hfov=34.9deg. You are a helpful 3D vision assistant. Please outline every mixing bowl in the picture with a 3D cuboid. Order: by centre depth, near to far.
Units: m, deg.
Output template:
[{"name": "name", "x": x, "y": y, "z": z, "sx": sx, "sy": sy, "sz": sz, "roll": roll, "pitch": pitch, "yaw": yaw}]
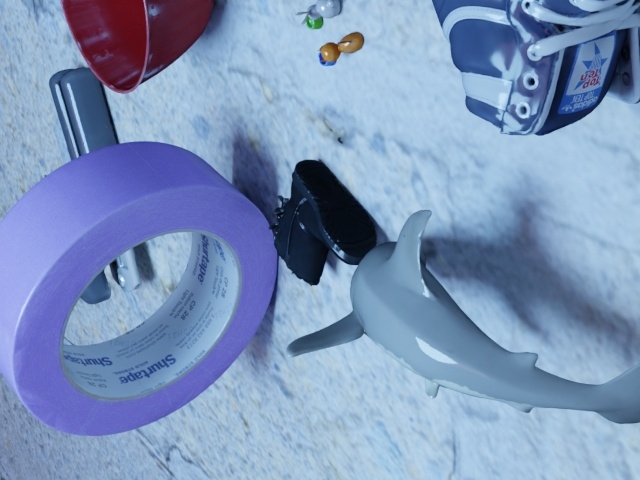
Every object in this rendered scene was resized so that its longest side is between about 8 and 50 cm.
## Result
[{"name": "mixing bowl", "x": -0.159, "y": -0.233, "z": 0.920, "sx": 0.181, "sy": 0.098, "sz": 0.181, "roll": 35, "pitch": 137, "yaw": 41}]

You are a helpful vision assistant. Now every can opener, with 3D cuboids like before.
[{"name": "can opener", "x": -0.284, "y": -0.061, "z": 1.228, "sx": 0.076, "sy": 0.095, "sz": 0.283, "roll": 10, "pitch": 118, "yaw": 54}]

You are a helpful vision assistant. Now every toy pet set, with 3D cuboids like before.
[{"name": "toy pet set", "x": -0.012, "y": -0.192, "z": 0.749, "sx": 0.114, "sy": 0.065, "sz": 0.122, "roll": -15, "pitch": 96, "yaw": 59}]

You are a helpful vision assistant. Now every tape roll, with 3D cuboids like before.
[{"name": "tape roll", "x": -0.176, "y": 0.048, "z": 0.954, "sx": 0.090, "sy": 0.275, "sz": 0.275, "roll": 41, "pitch": 140, "yaw": 38}]

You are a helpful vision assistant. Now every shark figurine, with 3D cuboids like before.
[{"name": "shark figurine", "x": 0.091, "y": 0.040, "z": 0.654, "sx": 0.278, "sy": 0.166, "sz": 0.116, "roll": 27, "pitch": 120, "yaw": 46}]

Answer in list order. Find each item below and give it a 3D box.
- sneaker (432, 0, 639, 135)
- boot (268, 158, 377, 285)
[{"name": "sneaker", "x": 0.145, "y": -0.141, "z": 0.500, "sx": 0.282, "sy": 0.099, "sz": 0.153, "roll": -11, "pitch": 95, "yaw": 66}, {"name": "boot", "x": 0.000, "y": 0.000, "z": 0.874, "sx": 0.121, "sy": 0.045, "sz": 0.099, "roll": 56, "pitch": 146, "yaw": 32}]
